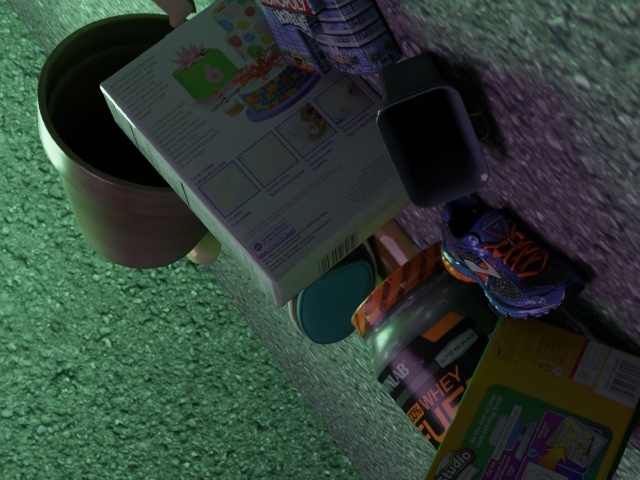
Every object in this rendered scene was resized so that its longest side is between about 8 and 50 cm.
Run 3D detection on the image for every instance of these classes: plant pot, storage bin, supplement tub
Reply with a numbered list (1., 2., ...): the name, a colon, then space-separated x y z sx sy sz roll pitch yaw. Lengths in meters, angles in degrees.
1. plant pot: -0.245 -0.114 1.794 0.323 0.323 0.280 48 148 19
2. storage bin: 0.111 -0.118 1.243 0.091 0.098 0.135 -100 -14 -49
3. supplement tub: 0.192 0.165 1.470 0.316 0.193 0.193 49 167 13
4. plant pot: 0.095 0.028 1.808 0.236 0.032 0.236 48 168 14

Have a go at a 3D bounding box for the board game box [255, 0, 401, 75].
1. board game box: -0.022 -0.270 1.334 0.194 0.060 0.194 58 166 -27

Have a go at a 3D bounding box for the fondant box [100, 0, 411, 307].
1. fondant box: -0.063 -0.122 1.475 0.330 0.238 0.096 48 168 17

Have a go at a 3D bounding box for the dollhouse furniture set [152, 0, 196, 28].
1. dollhouse furniture set: -0.246 -0.446 1.637 0.301 0.151 0.197 39 -164 -29

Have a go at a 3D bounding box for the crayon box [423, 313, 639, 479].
1. crayon box: 0.210 0.223 1.274 0.165 0.278 0.081 21 155 20

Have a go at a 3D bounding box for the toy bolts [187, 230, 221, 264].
1. toy bolts: -0.160 -0.074 2.013 0.158 0.228 0.218 51 160 7

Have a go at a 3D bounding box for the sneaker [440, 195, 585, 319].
1. sneaker: 0.191 0.015 1.330 0.221 0.083 0.087 29 146 53

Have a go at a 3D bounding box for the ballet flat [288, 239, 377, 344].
1. ballet flat: 0.000 0.000 1.762 0.139 0.139 0.400 45 162 28
